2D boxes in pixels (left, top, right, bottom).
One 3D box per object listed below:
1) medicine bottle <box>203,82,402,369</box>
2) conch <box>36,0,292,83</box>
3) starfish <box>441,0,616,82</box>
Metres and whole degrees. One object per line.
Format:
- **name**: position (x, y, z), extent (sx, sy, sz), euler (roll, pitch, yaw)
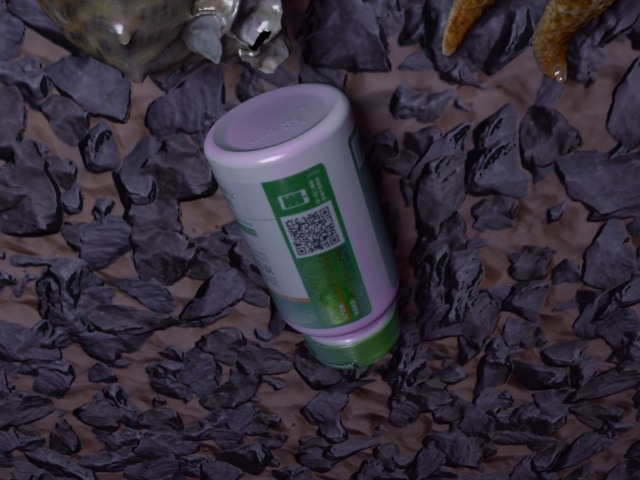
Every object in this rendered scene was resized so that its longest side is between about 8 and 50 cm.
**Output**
- **medicine bottle**: position (0.000, 0.000, 0.571), extent (0.133, 0.133, 0.274), euler (-16, 126, 9)
- **conch**: position (-0.125, -0.224, 0.379), extent (0.291, 0.159, 0.210), euler (35, 119, -23)
- **starfish**: position (0.230, -0.269, 0.406), extent (0.375, 0.094, 0.327), euler (-26, 126, 22)
